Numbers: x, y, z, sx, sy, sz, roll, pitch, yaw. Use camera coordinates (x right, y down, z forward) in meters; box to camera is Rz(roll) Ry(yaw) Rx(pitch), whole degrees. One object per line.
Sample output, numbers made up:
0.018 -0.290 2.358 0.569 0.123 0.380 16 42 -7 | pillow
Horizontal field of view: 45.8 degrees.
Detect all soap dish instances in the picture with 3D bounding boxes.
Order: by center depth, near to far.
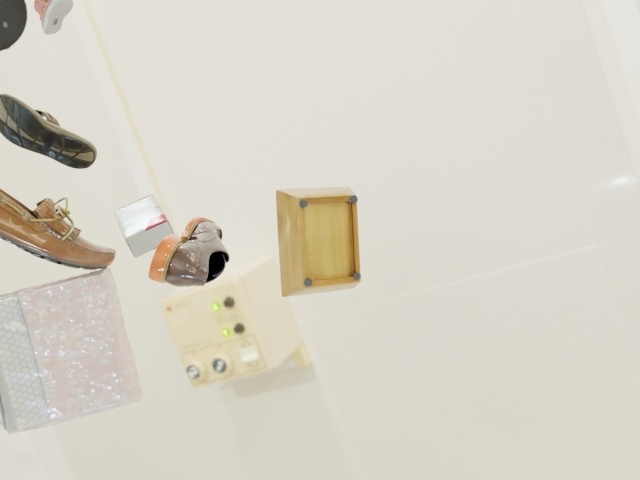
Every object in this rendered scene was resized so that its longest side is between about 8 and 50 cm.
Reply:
0.000 0.000 2.057 0.229 0.290 0.118 -4 2 -30 | soap dish

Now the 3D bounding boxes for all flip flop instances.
-0.695 -0.277 1.919 0.112 0.277 0.080 -52 23 26 | flip flop

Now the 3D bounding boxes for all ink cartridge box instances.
-0.496 -0.044 2.136 0.128 0.072 0.175 -26 36 -11 | ink cartridge box

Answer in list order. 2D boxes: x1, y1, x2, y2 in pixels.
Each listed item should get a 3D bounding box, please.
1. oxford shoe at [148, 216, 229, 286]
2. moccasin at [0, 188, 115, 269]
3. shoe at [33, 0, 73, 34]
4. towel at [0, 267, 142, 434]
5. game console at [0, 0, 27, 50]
-0.200 0.029 1.278 0.098 0.096 0.271 21 16 3 | oxford shoe
-0.642 -0.046 1.725 0.146 0.380 0.139 -64 15 -4 | moccasin
-0.695 -0.609 1.957 0.064 0.081 0.178 -25 -2 -35 | shoe
-0.606 0.258 1.768 0.317 0.331 0.053 -14 6 -20 | towel
-0.636 -0.429 1.106 0.060 0.386 0.342 24 45 39 | game console
